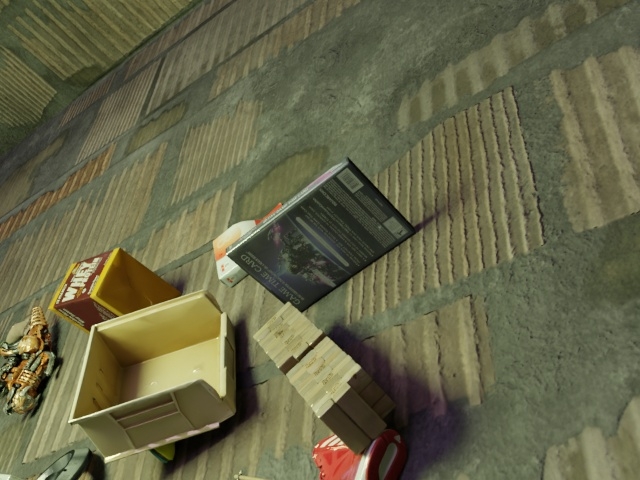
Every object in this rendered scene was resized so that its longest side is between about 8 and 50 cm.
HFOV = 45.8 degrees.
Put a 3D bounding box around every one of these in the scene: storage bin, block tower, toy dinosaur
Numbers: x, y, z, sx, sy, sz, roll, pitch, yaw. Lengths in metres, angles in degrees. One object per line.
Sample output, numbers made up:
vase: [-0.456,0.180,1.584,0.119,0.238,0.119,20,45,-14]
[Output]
storage bin: [-0.296,0.242,1.402,0.260,0.123,0.262,-19,31,5]
block tower: [-0.002,0.199,1.164,0.091,0.097,0.335,-43,24,-7]
toy dinosaur: [-0.765,0.314,1.959,0.218,0.164,0.322,-19,22,15]

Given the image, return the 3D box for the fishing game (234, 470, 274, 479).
fishing game: [-0.131,0.465,1.095,0.189,0.041,0.264,-6,51,49]

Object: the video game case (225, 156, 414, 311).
video game case: [0.000,0.000,1.329,0.274,0.196,0.026,-36,33,18]

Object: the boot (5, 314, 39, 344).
boot: [-0.846,0.259,2.160,0.087,0.042,0.118,20,72,53]

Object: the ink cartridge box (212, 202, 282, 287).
ink cartridge box: [-0.152,0.000,1.642,0.179,0.045,0.145,-41,34,15]

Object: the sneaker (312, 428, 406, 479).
sneaker: [0.024,0.358,1.053,0.221,0.087,0.128,-50,23,-27]

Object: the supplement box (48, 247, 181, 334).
supplement box: [-0.465,0.137,1.718,0.194,0.191,0.129,-16,44,40]

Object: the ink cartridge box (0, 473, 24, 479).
ink cartridge box: [-0.715,0.585,1.628,0.208,0.087,0.153,-14,46,42]

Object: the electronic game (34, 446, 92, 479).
electronic game: [-0.545,0.504,1.506,0.229,0.048,0.229,-40,10,9]

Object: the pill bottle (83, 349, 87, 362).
pill bottle: [-0.477,0.283,1.676,0.086,0.086,0.152,-46,33,2]

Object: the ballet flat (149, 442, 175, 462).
ballet flat: [-0.325,0.344,1.452,0.077,0.077,0.231,-53,31,-13]
